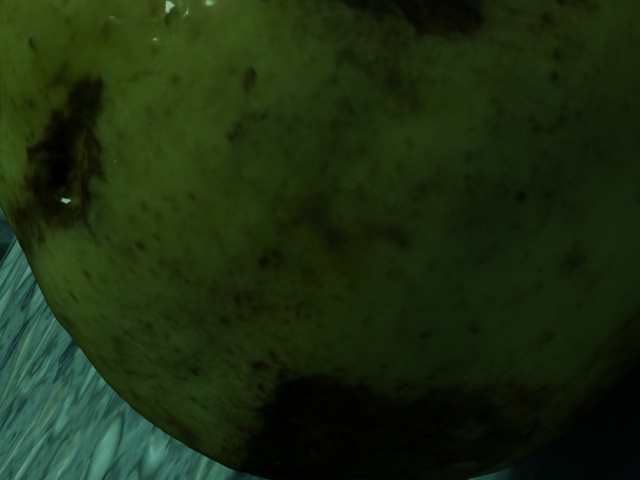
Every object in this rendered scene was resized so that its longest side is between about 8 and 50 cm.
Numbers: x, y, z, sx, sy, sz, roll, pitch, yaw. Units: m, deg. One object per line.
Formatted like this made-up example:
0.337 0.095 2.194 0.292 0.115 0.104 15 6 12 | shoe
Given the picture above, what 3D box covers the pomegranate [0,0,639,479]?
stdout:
0.017 -0.057 0.601 0.281 0.281 0.281 -55 14 21 | pomegranate
